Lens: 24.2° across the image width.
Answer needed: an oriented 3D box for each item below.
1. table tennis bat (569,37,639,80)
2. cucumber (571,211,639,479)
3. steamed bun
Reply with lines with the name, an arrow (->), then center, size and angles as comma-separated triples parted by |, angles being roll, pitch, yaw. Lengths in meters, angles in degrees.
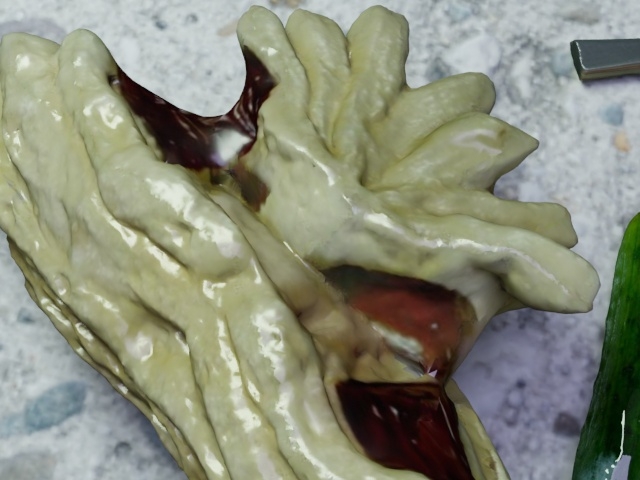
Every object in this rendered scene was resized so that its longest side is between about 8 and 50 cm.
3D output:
table tennis bat -> 0.274, -0.125, 0.988 | 0.220, 0.019, 0.130 | -5, 70, -8
cucumber -> 0.185, 0.097, 0.880 | 0.056, 0.056, 0.250 | 16, 67, 1
steamed bun -> 0.000, 0.000, 0.818 | 0.247, 0.189, 0.428 | -10, 50, -45
